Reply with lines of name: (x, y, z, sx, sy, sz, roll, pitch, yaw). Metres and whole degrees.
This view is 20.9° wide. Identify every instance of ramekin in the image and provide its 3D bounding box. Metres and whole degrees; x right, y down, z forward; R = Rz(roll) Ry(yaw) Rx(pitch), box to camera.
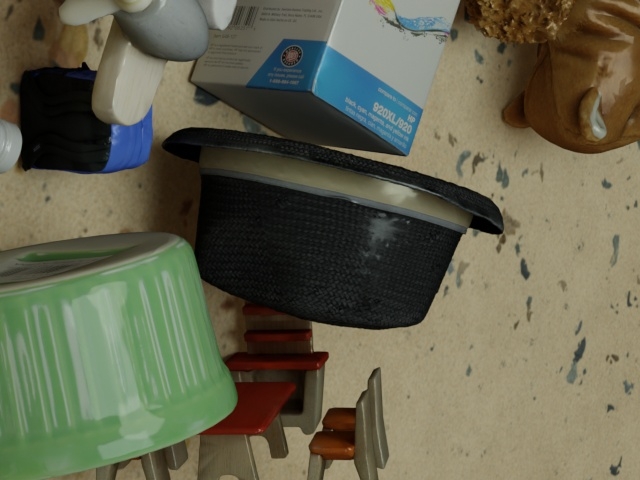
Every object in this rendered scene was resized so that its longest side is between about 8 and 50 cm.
ramekin: (-0.230, 0.090, 1.445, 0.303, 0.303, 0.148, -17, 101, -44)

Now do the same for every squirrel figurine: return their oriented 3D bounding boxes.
squirrel figurine: (0.292, -0.297, 1.995, 0.397, 0.281, 0.370, 15, 96, -33)

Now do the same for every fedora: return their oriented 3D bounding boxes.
fedora: (0.000, 0.000, 1.643, 0.334, 0.334, 0.152, 17, 85, -47)

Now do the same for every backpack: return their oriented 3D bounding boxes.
backpack: (-0.201, -0.112, 1.560, 0.101, 0.120, 0.097, -15, 107, -44)

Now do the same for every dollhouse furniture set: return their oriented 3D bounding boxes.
dollhouse furniture set: (-0.066, 0.147, 1.675, 0.259, 0.262, 0.135, -48, 135, -75)

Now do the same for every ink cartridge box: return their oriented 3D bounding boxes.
ink cartridge box: (0.016, -0.227, 1.732, 0.168, 0.171, 0.232, 28, 77, -46)

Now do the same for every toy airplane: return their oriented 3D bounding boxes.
toy airplane: (-0.108, -0.335, 1.495, 0.384, 0.272, 0.386, -33, 114, -42)

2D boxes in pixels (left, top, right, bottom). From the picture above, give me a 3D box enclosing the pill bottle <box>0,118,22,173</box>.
pill bottle: (-0.315, -0.093, 1.483, 0.116, 0.065, 0.065, 17, 84, -47)
